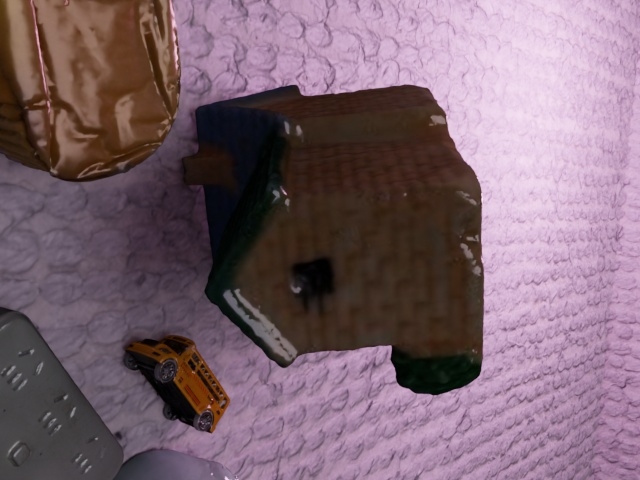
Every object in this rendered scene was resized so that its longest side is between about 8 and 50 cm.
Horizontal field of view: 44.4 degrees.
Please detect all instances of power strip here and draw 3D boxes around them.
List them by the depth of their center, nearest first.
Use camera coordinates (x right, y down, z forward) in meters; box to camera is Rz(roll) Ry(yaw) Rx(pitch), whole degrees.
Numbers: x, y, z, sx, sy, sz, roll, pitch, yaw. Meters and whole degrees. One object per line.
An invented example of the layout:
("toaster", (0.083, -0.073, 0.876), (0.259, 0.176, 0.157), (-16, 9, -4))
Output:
("power strip", (-0.337, 0.222, 0.839), (0.194, 0.059, 0.265), (-49, 133, -34))

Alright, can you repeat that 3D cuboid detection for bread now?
("bread", (-0.263, -0.209, 0.774), (0.204, 0.156, 0.288), (-33, 125, -34))

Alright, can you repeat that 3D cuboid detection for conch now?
("conch", (-0.193, 0.363, 1.024), (0.221, 0.121, 0.185), (-5, 71, -47))

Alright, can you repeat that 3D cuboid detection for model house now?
("model house", (0.000, 0.000, 0.976), (0.382, 0.342, 0.335), (-97, -177, -70))

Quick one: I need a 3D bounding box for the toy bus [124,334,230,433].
("toy bus", (-0.182, 0.179, 1.017), (0.074, 0.069, 0.162), (-53, 136, -32))
